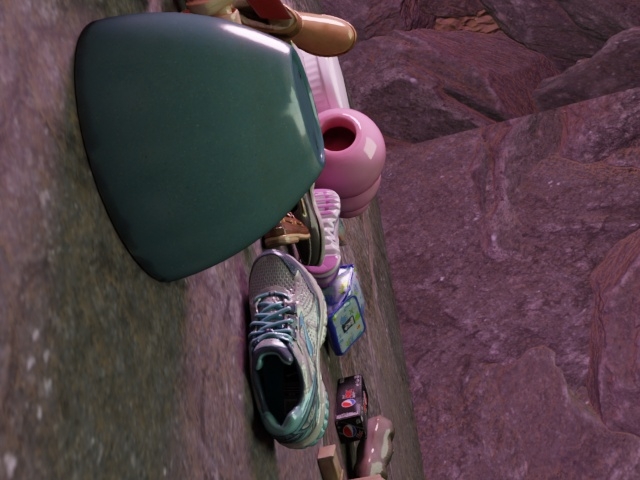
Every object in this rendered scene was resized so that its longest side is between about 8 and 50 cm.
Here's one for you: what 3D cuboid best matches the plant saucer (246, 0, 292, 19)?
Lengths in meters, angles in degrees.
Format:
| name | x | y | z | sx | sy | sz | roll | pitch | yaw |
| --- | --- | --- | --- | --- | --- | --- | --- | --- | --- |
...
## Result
| name | x | y | z | sx | sy | sz | roll | pitch | yaw |
| --- | --- | --- | --- | --- | --- | --- | --- | --- | --- |
| plant saucer | -0.159 | -0.469 | 1.385 | 0.259 | 0.048 | 0.258 | 53 | 6 | 8 |

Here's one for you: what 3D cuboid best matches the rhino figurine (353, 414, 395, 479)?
| name | x | y | z | sx | sy | sz | roll | pitch | yaw |
| --- | --- | --- | --- | --- | --- | --- | --- | --- | --- |
| rhino figurine | 0.101 | 0.456 | 1.748 | 0.106 | 0.073 | 0.243 | 87 | 15 | -45 |

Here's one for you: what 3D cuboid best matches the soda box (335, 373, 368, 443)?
| name | x | y | z | sx | sy | sz | roll | pitch | yaw |
| --- | --- | --- | --- | --- | --- | --- | --- | --- | --- |
| soda box | 0.065 | 0.340 | 1.790 | 0.169 | 0.053 | 0.060 | -78 | 153 | -69 |

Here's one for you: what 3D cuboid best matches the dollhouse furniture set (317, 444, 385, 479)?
| name | x | y | z | sx | sy | sz | roll | pitch | yaw |
| --- | --- | --- | --- | --- | --- | --- | --- | --- | --- |
| dollhouse furniture set | 0.063 | 0.449 | 1.450 | 0.161 | 0.101 | 0.182 | -70 | 146 | -75 |

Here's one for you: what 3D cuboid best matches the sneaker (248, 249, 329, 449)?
| name | x | y | z | sx | sy | sz | roll | pitch | yaw |
| --- | --- | --- | --- | --- | --- | --- | --- | --- | --- |
| sneaker | -0.049 | 0.139 | 1.208 | 0.122 | 0.110 | 0.283 | 45 | 32 | -68 |

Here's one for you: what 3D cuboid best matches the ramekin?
| name | x | y | z | sx | sy | sz | roll | pitch | yaw |
| --- | --- | --- | --- | --- | --- | --- | --- | --- | --- |
| ramekin | -0.014 | -0.366 | 2.136 | 0.273 | 0.127 | 0.273 | -13 | 90 | -82 |

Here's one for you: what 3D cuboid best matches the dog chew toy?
| name | x | y | z | sx | sy | sz | roll | pitch | yaw |
| --- | --- | --- | --- | --- | --- | --- | --- | --- | --- |
| dog chew toy | 0.052 | -0.161 | 2.049 | 0.332 | 0.206 | 0.206 | 77 | 3 | -65 |

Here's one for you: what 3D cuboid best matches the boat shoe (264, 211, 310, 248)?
| name | x | y | z | sx | sy | sz | roll | pitch | yaw |
| --- | --- | --- | --- | --- | --- | --- | --- | --- | --- |
| boat shoe | -0.059 | -0.023 | 1.527 | 0.178 | 0.064 | 0.060 | -16 | 94 | -79 |

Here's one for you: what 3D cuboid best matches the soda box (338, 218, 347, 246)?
| name | x | y | z | sx | sy | sz | roll | pitch | yaw |
| --- | --- | --- | --- | --- | --- | --- | --- | --- | --- |
| soda box | 0.013 | -0.028 | 2.015 | 0.183 | 0.058 | 0.063 | 48 | 30 | -74 |

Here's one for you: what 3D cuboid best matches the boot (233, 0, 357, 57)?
| name | x | y | z | sx | sy | sz | roll | pitch | yaw |
| --- | --- | --- | --- | --- | --- | --- | --- | --- | --- |
| boot | -0.048 | -0.426 | 1.759 | 0.269 | 0.236 | 0.089 | -64 | 163 | -81 |

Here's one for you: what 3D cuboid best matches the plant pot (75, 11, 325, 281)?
| name | x | y | z | sx | sy | sz | roll | pitch | yaw |
| --- | --- | --- | --- | --- | --- | --- | --- | --- | --- |
| plant pot | -0.105 | -0.118 | 0.946 | 0.290 | 0.195 | 0.290 | -14 | 90 | -82 |

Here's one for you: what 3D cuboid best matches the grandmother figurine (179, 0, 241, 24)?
| name | x | y | z | sx | sy | sz | roll | pitch | yaw |
| --- | --- | --- | --- | --- | --- | --- | --- | --- | --- |
| grandmother figurine | -0.121 | -0.209 | 1.329 | 0.208 | 0.104 | 0.342 | -96 | 172 | -62 |

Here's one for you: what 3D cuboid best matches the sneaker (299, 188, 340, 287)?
| name | x | y | z | sx | sy | sz | roll | pitch | yaw |
| --- | --- | --- | --- | --- | --- | --- | --- | --- | --- |
| sneaker | 0.000 | 0.000 | 1.814 | 0.104 | 0.095 | 0.236 | 76 | 10 | -52 |

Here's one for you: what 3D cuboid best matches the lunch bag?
| name | x | y | z | sx | sy | sz | roll | pitch | yaw |
| --- | --- | --- | --- | --- | --- | --- | --- | --- | --- |
| lunch bag | 0.039 | 0.144 | 1.830 | 0.151 | 0.096 | 0.129 | -75 | 156 | -43 |

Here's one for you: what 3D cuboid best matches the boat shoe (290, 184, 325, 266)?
| name | x | y | z | sx | sy | sz | roll | pitch | yaw |
| --- | --- | --- | --- | --- | --- | --- | --- | --- | --- |
| boat shoe | -0.045 | -0.057 | 1.669 | 0.081 | 0.069 | 0.228 | -5 | -84 | 59 |

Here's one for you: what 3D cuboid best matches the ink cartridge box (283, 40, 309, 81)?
| name | x | y | z | sx | sy | sz | roll | pitch | yaw |
| --- | --- | --- | --- | --- | --- | --- | --- | --- | --- |
| ink cartridge box | -0.060 | -0.287 | 1.821 | 0.255 | 0.097 | 0.189 | -1 | 78 | -80 |
